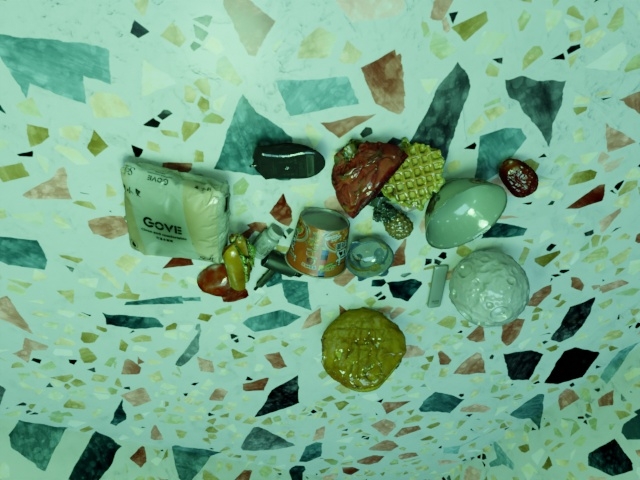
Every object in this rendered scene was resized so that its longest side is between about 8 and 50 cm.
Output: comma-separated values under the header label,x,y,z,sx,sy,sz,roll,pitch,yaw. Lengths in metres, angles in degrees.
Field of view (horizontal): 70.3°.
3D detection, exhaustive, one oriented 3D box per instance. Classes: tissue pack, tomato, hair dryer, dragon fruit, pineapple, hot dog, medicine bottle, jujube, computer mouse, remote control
label,x,y,z,sx,sy,sz,roll,pitch,yaw
tissue pack,-0.509,-0.090,1.632,0.375,0.195,0.390,8,128,1
tomato,-0.428,0.174,1.913,0.166,0.082,0.174,22,124,-23
hair dryer,-0.199,0.154,1.951,0.195,0.078,0.248,26,130,-26
dragon fruit,0.122,-0.236,1.573,0.205,0.152,0.317,42,113,8
pineapple,0.261,-0.106,1.780,0.237,0.111,0.119,39,89,-26
hot dog,-0.308,0.085,1.757,0.100,0.135,0.337,18,149,6
medicine bottle,-0.214,0.004,1.809,0.079,0.079,0.140,32,118,-29
jujube,0.756,-0.239,1.737,0.176,0.109,0.112,37,81,-28
computer mouse,-0.117,-0.283,1.589,0.263,0.088,0.147,-4,145,-6
remote control,0.545,0.214,2.124,0.067,0.029,0.261,-4,127,-4

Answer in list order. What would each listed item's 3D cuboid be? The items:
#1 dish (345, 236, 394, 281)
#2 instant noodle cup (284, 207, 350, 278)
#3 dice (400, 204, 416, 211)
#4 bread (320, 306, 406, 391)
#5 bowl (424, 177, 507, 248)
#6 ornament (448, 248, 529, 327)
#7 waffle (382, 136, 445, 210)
label,x,y,z,sx,sy,sz,roll,pitch,yaw
dish,0.188,0.059,1.907,0.227,0.086,0.237,-15,129,6
instant noodle cup,0.000,0.000,1.749,0.250,0.250,0.192,6,118,-13
dice,0.335,-0.173,1.738,0.093,0.091,0.094,-30,126,15
bread,0.186,0.500,2.077,0.397,0.398,0.215,-13,141,2
bowl,0.521,-0.133,1.737,0.336,0.158,0.337,-14,141,-12
ornament,0.730,0.216,1.969,0.336,0.337,0.337,-4,129,-5
waffle,0.331,-0.241,1.647,0.243,0.059,0.238,27,94,-2
